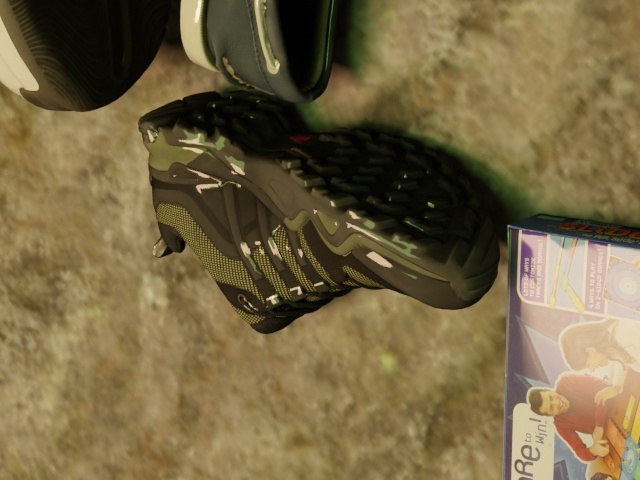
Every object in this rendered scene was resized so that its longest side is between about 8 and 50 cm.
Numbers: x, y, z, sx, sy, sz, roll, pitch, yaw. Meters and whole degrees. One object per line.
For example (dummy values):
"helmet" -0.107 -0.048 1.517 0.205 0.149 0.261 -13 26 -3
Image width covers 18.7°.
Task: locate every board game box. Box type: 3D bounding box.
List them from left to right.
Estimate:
"board game box" 0.155 0.095 0.958 0.136 0.035 0.201 11 108 34

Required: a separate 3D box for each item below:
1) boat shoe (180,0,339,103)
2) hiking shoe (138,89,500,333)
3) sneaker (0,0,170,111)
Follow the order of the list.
"boat shoe" -0.013 -0.190 0.970 0.079 0.095 0.254 26 117 30
"hiking shoe" 0.000 0.000 1.030 0.227 0.086 0.114 25 129 35
"sneaker" -0.251 -0.272 1.060 0.257 0.169 0.447 -8 108 38
